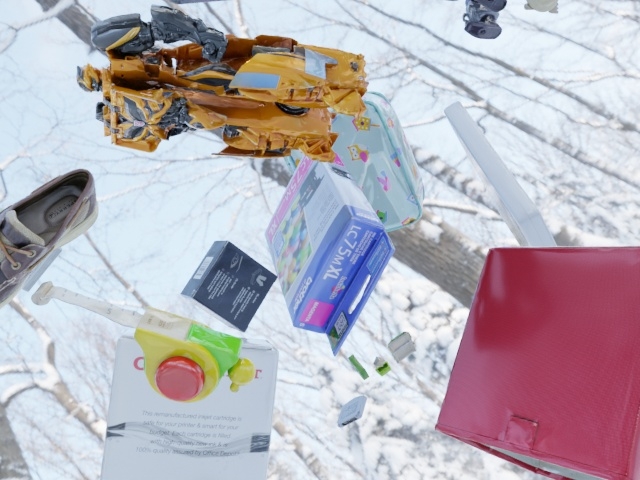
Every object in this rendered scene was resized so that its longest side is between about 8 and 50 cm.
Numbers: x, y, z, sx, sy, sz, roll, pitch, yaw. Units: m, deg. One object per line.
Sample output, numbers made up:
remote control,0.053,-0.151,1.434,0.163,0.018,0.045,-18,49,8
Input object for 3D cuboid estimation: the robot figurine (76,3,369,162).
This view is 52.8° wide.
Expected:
robot figurine,-0.107,-0.152,0.690,0.291,0.085,0.211,1,-22,-17

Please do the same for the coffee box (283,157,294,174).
coffee box,-0.059,-0.264,1.574,0.113,0.040,0.184,-35,-62,-14

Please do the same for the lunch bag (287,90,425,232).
lunch bag,0.063,-0.142,1.251,0.279,0.224,0.108,63,-153,-21

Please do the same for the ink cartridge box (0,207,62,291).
ink cartridge box,-0.615,0.001,1.221,0.109,0.062,0.209,-52,-48,-3

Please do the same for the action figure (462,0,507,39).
action figure,0.310,-0.537,1.293,0.099,0.285,0.185,8,-39,-11

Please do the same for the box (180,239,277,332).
box,-0.213,0.106,1.505,0.158,0.093,0.156,39,-109,-24

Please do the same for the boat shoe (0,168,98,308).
boat shoe,-0.492,-0.001,1.030,0.342,0.123,0.123,-46,-3,-36

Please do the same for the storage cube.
storage cube,0.254,0.127,0.602,0.184,0.215,0.193,31,-108,-33

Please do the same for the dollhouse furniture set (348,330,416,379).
dollhouse furniture set,0.146,0.262,1.508,0.152,0.058,0.076,-34,-51,-7

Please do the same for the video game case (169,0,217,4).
video game case,-0.064,-0.398,0.779,0.274,0.026,0.196,-22,-51,-38

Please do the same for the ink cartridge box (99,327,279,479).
ink cartridge box,-0.244,0.371,1.186,0.286,0.166,0.394,7,-92,-12

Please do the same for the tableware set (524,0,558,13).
tableware set,0.296,-0.378,0.822,0.141,0.020,0.168,-24,-73,-22

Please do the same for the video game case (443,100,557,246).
video game case,0.320,-0.038,1.039,0.036,0.329,0.300,-31,-53,12

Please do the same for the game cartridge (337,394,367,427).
game cartridge,0.068,0.359,1.361,0.083,0.017,0.056,-42,22,44

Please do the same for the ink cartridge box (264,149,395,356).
ink cartridge box,0.000,0.000,0.945,0.065,0.311,0.185,17,-65,-26

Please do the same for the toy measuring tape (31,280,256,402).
toy measuring tape,-0.256,0.158,0.934,0.121,0.330,0.121,-162,90,-84
